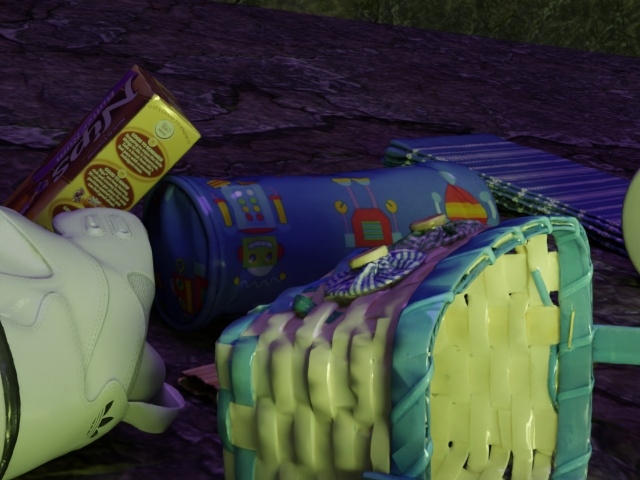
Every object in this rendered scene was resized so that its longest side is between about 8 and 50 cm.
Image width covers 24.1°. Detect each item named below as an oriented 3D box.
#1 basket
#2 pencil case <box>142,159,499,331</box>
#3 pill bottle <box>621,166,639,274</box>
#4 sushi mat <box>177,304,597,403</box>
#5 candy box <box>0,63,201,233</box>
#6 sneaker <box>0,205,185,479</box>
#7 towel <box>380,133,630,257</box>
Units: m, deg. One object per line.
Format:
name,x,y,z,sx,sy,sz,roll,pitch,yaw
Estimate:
basket,0.103,0.093,0.789,0.289,0.201,0.255,8,18,25
pencil case,0.000,0.000,1.192,0.306,0.119,0.133,-5,2,-38
pill bottle,0.425,-0.029,1.467,0.152,0.152,0.272,23,21,38
sushi mat,0.059,0.095,1.084,0.151,0.019,0.316,23,22,36
candy box,-0.178,-0.041,1.134,0.053,0.186,0.109,42,5,-23
sneaker,-0.240,0.008,0.911,0.210,0.137,0.366,-4,43,-51
towel,0.261,-0.055,1.690,0.336,0.040,0.243,23,20,34
